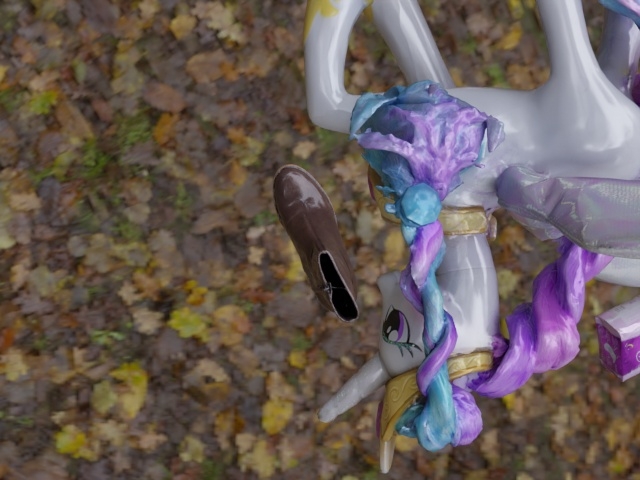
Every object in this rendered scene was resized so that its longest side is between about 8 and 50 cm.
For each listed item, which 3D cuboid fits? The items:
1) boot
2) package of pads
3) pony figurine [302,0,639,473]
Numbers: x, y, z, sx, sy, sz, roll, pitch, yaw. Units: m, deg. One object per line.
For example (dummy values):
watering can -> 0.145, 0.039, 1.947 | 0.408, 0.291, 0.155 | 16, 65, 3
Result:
boot -> 0.000, 0.000, 1.823 | 0.090, 0.207, 0.249 | -23, 98, -3
package of pads -> 0.240, 0.061, 0.838 | 0.083, 0.032, 0.050 | -24, 125, -13
pony figurine -> 0.151, -0.055, 0.711 | 0.303, 0.350, 0.364 | 24, 59, -74
